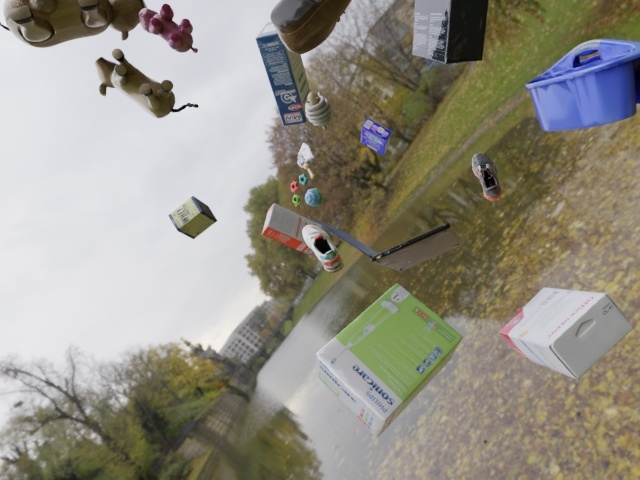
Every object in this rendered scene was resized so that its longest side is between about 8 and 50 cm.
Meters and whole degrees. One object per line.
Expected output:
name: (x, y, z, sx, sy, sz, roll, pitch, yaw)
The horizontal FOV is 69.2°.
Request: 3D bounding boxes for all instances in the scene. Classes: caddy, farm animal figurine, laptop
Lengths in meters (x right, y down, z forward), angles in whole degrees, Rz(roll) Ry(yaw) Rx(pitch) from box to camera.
caddy: (0.659, -0.387, 1.113, 0.241, 0.179, 0.341, -23, 13, -8)
farm animal figurine: (-0.384, -0.381, 0.809, 0.172, 0.326, 0.331, 173, 95, -75)
laptop: (0.243, -0.033, 1.618, 0.407, 0.237, 0.382, -26, -17, 18)

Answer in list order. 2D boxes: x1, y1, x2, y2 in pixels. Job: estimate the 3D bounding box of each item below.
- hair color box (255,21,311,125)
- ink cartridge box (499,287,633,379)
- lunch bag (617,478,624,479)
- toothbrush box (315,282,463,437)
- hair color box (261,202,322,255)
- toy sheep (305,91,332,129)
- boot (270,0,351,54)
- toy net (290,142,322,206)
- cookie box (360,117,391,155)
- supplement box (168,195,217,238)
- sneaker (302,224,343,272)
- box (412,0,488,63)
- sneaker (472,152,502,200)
hair color box: (-0.128, -0.637, 1.776, 0.174, 0.105, 0.347, -76, -25, -47)
ink cartridge box: (0.711, 0.263, 1.382, 0.226, 0.131, 0.306, -41, 1, -4)
lunch bag: (0.582, 0.560, 0.886, 0.151, 0.096, 0.129, -70, -5, -69)
toothbrush box: (0.158, 0.270, 1.087, 0.283, 0.206, 0.122, -36, -30, -29)
hair color box: (-0.084, -0.032, 1.391, 0.053, 0.167, 0.093, -45, 27, 48)
toy sheep: (-0.005, -0.398, 1.427, 0.091, 0.091, 0.132, -52, -45, -18)
boot: (0.024, -0.558, 1.071, 0.305, 0.112, 0.115, -40, -26, -1)
toy net: (-0.054, -0.240, 1.707, 0.045, 0.122, 0.233, -14, -73, -47)
cookie box: (0.175, -0.328, 1.473, 0.040, 0.091, 0.107, -55, -10, -10)
supplement box: (-0.331, -0.058, 1.206, 0.083, 0.056, 0.083, -38, -22, 3)
sneaker: (0.000, 0.000, 1.075, 0.057, 0.161, 0.075, -28, -42, -7)
box: (0.325, -0.567, 1.194, 0.261, 0.103, 0.185, -107, 10, -62)
sneaker: (0.455, -0.187, 1.268, 0.061, 0.158, 0.065, -22, -34, 17)
